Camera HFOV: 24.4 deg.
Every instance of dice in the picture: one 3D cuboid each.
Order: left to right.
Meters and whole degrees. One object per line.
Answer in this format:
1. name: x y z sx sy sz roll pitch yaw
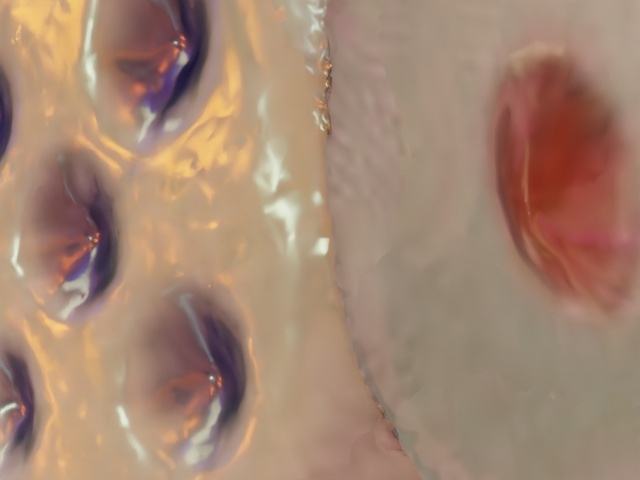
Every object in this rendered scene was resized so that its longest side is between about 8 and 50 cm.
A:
1. dice: 0.000 0.000 0.608 0.262 0.265 0.268 -12 -8 43
